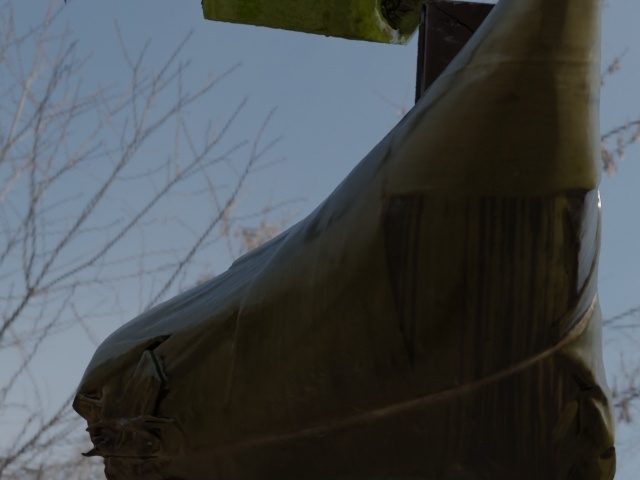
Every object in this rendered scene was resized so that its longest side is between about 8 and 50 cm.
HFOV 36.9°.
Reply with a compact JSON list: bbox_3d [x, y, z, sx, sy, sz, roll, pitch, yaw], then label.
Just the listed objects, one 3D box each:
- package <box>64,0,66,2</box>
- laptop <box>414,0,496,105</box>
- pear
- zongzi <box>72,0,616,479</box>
[{"bbox_3d":[-0.324,-0.338,1.143,0.015,0.110,0.037,-28,0,-27],"label":"package"},{"bbox_3d":[0.176,-0.152,1.009,0.154,0.207,0.026,4,-13,0],"label":"laptop"},{"bbox_3d":[0.015,-0.329,1.184,0.293,0.292,0.159,9,-76,-6],"label":"pear"},{"bbox_3d":[0.000,0.000,0.472,0.274,0.145,0.299,-2,-63,9],"label":"zongzi"}]
